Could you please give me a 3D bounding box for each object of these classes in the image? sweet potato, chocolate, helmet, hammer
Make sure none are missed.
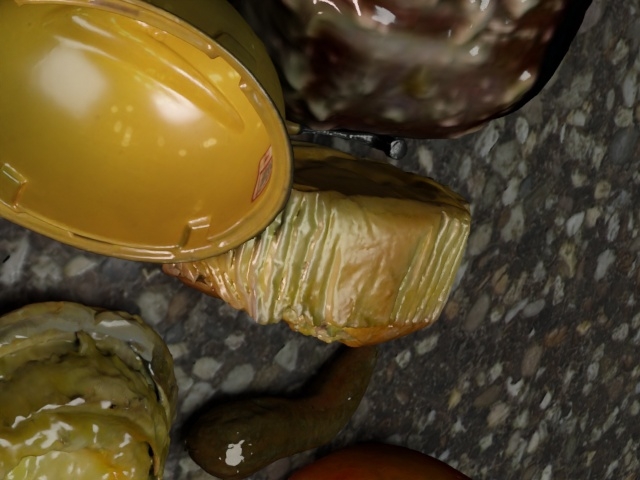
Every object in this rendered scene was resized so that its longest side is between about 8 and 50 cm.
[{"bbox_3d":[-0.026,0.167,0.921,0.233,0.062,0.081,-21,123,-37],"label":"sweet potato"},{"bbox_3d":[0.048,-0.215,0.664,0.210,0.225,0.340,-9,135,-34],"label":"chocolate"},{"bbox_3d":[-0.131,-0.105,0.619,0.140,0.256,0.205,-76,-176,-46],"label":"helmet"},{"bbox_3d":[-0.028,-0.095,0.785,0.201,0.078,0.021,6,106,-32],"label":"hammer"}]

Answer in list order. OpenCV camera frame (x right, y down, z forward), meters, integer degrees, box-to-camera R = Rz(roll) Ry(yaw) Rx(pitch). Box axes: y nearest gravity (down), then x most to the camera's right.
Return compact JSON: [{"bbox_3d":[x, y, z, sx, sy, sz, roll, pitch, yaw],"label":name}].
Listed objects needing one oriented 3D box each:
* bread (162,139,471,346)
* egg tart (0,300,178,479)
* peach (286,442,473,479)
[{"bbox_3d":[0.000,0.000,0.771,0.250,0.179,0.133,2,115,-43],"label":"bread"},{"bbox_3d":[-0.214,0.178,0.731,0.278,0.095,0.279,-22,125,-35],"label":"egg tart"},{"bbox_3d":[0.130,0.384,1.011,0.380,0.306,0.242,36,93,-41],"label":"peach"}]
